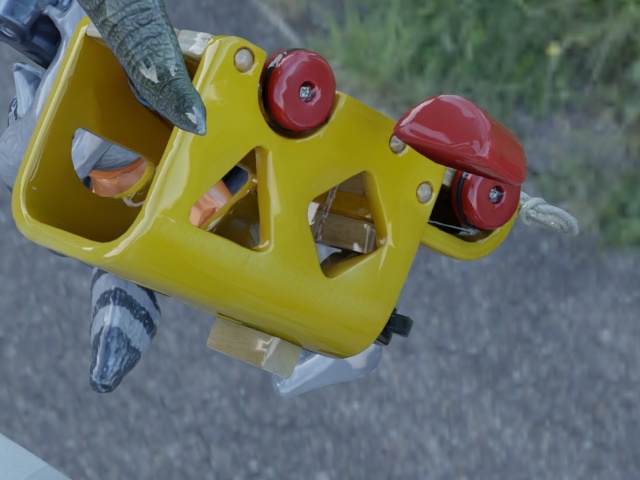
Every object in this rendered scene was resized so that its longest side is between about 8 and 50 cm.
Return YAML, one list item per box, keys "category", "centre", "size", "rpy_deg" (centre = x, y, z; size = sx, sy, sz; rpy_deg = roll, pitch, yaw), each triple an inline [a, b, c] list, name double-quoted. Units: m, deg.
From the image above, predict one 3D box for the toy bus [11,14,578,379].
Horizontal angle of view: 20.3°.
- category: "toy bus"
  centre: [-0.012, -0.005, 0.655]
  size: [0.202, 0.191, 0.104]
  rpy_deg: [21, 85, 6]

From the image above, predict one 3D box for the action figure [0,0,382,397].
- category: "action figure"
  centre: [-0.138, -0.050, 1.005]
  size: [0.178, 0.341, 0.330]
  rpy_deg: [-57, 23, 0]

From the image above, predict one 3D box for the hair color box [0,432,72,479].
- category: "hair color box"
  centre: [-0.037, 0.185, 0.459]
  size: [0.339, 0.110, 0.185]
  rpy_deg: [30, 22, 22]

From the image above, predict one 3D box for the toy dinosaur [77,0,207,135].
- category: "toy dinosaur"
  centre: [-0.122, -0.149, 0.475]
  size: [0.121, 0.160, 0.313]
  rpy_deg: [11, 31, -46]
